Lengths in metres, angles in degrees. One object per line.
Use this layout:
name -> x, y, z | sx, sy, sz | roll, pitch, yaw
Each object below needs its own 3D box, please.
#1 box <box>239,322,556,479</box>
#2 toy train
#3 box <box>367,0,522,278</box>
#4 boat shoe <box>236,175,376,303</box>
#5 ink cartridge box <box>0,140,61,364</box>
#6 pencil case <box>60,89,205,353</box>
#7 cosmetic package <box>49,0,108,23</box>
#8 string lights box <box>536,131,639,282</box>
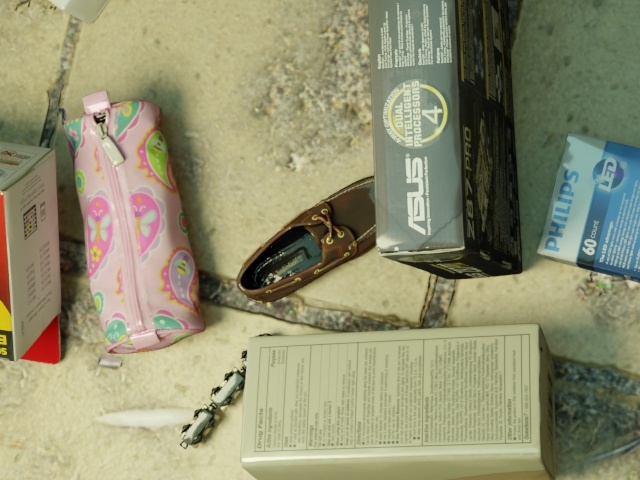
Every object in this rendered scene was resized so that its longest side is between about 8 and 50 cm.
box -> 0.082, 0.176, 1.735 | 0.311, 0.121, 0.148 | -2, 67, 15
toy train -> -0.102, 0.166, 1.845 | 0.027, 0.036, 0.158 | 39, 94, 6
box -> 0.128, -0.167, 1.671 | 0.097, 0.318, 0.395 | -3, 85, 14
boat shoe -> 0.000, 0.000, 1.816 | 0.207, 0.073, 0.073 | -38, 76, 7
ink cartridge box -> -0.448, 0.024, 1.832 | 0.309, 0.130, 0.272 | 8, 117, 15
pencil case -> -0.208, -0.019, 1.847 | 0.124, 0.124, 0.284 | -13, 83, 13
cosmetic package -> -0.332, -0.362, 1.930 | 0.231, 0.085, 0.117 | 38, 94, 17
string lights box -> 0.366, -0.016, 1.719 | 0.259, 0.077, 0.133 | 15, 88, 15
